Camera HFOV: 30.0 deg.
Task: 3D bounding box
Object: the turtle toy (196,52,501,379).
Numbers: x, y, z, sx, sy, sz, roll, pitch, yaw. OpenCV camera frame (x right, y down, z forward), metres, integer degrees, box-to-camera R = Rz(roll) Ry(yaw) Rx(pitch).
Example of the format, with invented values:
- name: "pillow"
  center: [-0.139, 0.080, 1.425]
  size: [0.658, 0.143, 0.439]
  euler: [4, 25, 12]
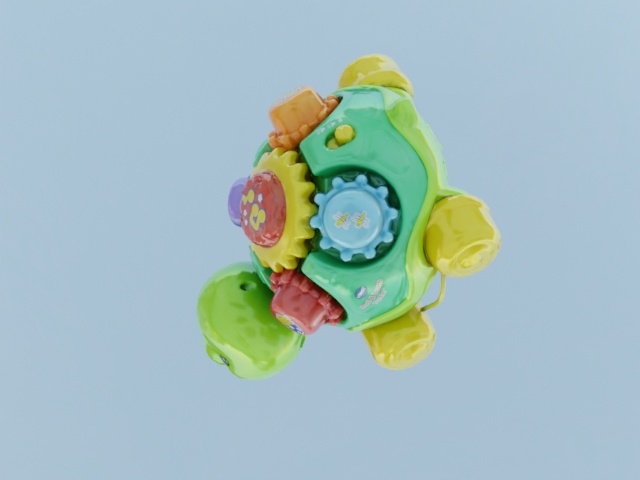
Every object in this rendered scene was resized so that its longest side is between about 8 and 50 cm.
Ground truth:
- name: "turtle toy"
  center: [0.000, 0.000, 0.417]
  size: [0.066, 0.130, 0.095]
  euler: [-1, -133, -32]
